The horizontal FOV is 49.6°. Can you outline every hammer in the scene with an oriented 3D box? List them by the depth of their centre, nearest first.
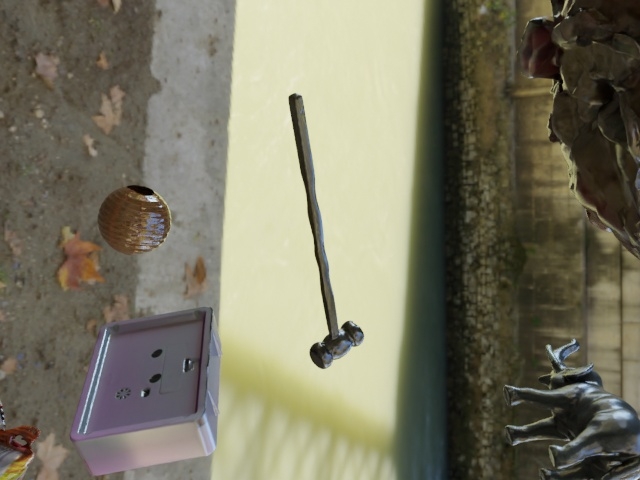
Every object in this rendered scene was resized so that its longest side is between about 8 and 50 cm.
[{"bbox_3d":[0.000,0.000,0.642,0.058,0.029,0.292,-33,131,-31],"label":"hammer"}]

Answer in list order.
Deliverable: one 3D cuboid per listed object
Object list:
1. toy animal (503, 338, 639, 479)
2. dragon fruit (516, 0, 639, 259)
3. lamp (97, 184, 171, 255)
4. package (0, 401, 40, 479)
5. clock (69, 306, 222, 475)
[{"bbox_3d":[0.285,0.197,0.814,0.269,0.137,0.082,-93,173,-69],"label":"toy animal"},{"bbox_3d":[0.282,-0.100,0.368,0.329,0.329,0.329,0,90,-65],"label":"dragon fruit"},{"bbox_3d":[-0.348,-0.037,1.300,0.136,0.136,0.136,0,90,-65],"label":"lamp"},{"bbox_3d":[-0.424,0.259,0.748,0.288,0.223,0.108,-57,146,4],"label":"package"},{"bbox_3d":[-0.193,0.169,0.812,0.197,0.150,0.063,-100,180,-58],"label":"clock"}]
